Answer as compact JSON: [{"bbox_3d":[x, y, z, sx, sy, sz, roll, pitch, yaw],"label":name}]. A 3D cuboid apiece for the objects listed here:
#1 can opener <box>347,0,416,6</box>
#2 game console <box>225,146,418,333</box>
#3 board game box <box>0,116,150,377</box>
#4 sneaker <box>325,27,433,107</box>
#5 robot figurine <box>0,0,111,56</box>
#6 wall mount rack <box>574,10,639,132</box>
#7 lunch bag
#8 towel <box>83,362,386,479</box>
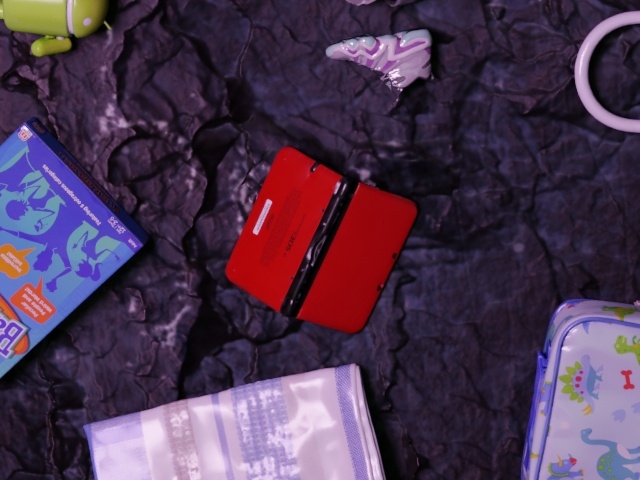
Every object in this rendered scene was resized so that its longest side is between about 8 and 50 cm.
[{"bbox_3d":[0.045,-0.350,1.363,0.095,0.076,0.283,-10,103,-29],"label":"can opener"},{"bbox_3d":[0.000,0.000,1.456,0.124,0.085,0.144,31,103,27],"label":"game console"},{"bbox_3d":[-0.293,0.013,1.451,0.210,0.047,0.160,-43,97,10],"label":"board game box"},{"bbox_3d":[0.057,-0.155,1.408,0.098,0.038,0.069,-7,101,4],"label":"sneaker"},{"bbox_3d":[-0.245,-0.219,1.390,0.115,0.067,0.101,6,112,0],"label":"robot figurine"},{"bbox_3d":[0.406,-0.194,1.341,0.350,0.130,0.304,-1,102,1],"label":"wall mount rack"},{"bbox_3d":[0.282,0.167,1.442,0.176,0.090,0.219,7,102,0],"label":"lunch bag"},{"bbox_3d":[-0.074,0.245,1.468,0.285,0.034,0.209,-13,81,5],"label":"towel"}]
